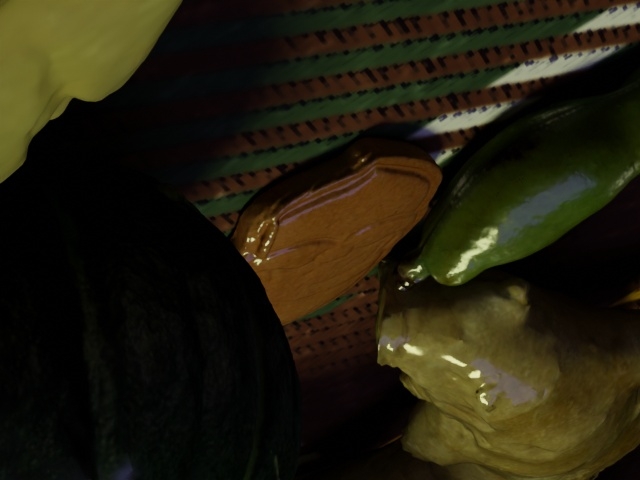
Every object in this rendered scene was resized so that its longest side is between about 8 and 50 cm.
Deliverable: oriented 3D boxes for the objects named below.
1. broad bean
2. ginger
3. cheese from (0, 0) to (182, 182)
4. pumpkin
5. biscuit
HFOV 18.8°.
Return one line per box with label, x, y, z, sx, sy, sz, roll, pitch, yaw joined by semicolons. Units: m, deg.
broad bean;0.118;-0.041;0.855;0.213;0.048;0.070;-40;145;11
ginger;0.147;0.084;1.063;0.363;0.122;0.348;-12;162;-14
cheese;-0.119;-0.068;0.441;0.214;0.117;0.226;-29;167;-7
pumpkin;-0.114;0.065;0.661;0.220;0.162;0.220;-15;150;-9
biscuit;0.000;0.000;0.841;0.102;0.019;0.130;-10;150;-41
